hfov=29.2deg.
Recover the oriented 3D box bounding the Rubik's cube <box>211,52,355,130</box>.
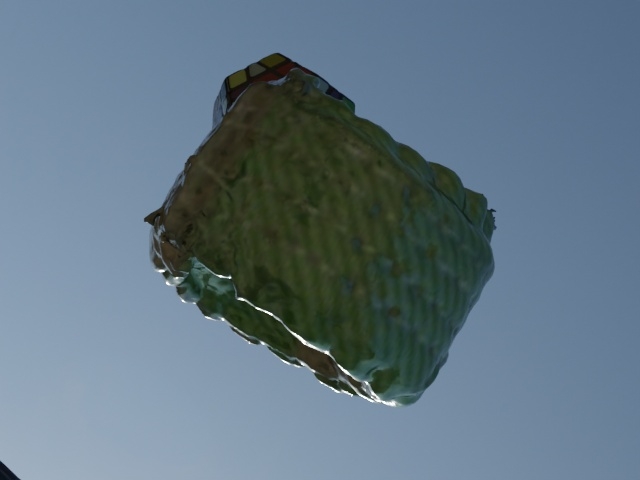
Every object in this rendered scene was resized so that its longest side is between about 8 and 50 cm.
[{"bbox_3d":[-0.033,-0.092,1.041,0.133,0.111,0.133,-177,-90,-74],"label":"Rubik's cube"}]

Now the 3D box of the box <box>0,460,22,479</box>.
[{"bbox_3d":[-0.188,0.104,0.480,0.198,0.084,0.310,9,-37,46],"label":"box"}]

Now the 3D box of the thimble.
[{"bbox_3d":[0.000,0.000,0.797,0.219,0.219,0.150,23,-104,36],"label":"thimble"}]
